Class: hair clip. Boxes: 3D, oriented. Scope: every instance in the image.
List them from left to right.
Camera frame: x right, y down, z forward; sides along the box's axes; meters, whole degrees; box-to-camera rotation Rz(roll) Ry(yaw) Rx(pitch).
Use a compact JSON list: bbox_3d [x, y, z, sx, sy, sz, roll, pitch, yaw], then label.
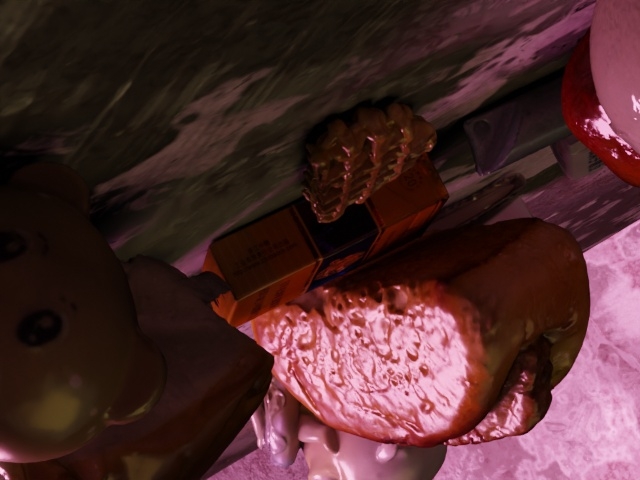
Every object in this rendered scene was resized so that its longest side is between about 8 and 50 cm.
[{"bbox_3d":[0.157,-0.020,2.069,0.226,0.034,0.072,-30,174,-5],"label":"hair clip"}]

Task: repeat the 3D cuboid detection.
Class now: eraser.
[{"bbox_3d":[0.314,-0.135,1.828,0.124,0.068,0.210,-29,169,4],"label":"eraser"}]

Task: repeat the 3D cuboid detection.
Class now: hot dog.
[{"bbox_3d":[0.115,0.111,1.737,0.185,0.223,0.405,-36,-161,-36],"label":"hot dog"}]

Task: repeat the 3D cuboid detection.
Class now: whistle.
[{"bbox_3d":[0.279,-0.151,1.663,0.312,0.062,0.062,-25,170,-19],"label":"whistle"}]

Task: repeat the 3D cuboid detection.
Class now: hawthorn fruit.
[{"bbox_3d":[0.309,-0.132,1.487,0.189,0.190,0.251,-33,165,24],"label":"hawthorn fruit"}]

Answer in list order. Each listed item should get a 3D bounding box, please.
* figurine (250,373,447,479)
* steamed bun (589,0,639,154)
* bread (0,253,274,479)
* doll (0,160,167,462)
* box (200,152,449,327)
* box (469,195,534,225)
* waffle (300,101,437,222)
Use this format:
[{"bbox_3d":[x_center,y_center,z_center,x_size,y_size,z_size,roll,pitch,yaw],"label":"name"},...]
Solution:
[{"bbox_3d":[-0.042,0.175,1.956,0.394,0.275,0.226,5,-179,3],"label":"figurine"},{"bbox_3d":[0.321,-0.189,1.238,0.283,0.177,0.283,-32,175,-3],"label":"steamed bun"},{"bbox_3d":[-0.188,0.119,1.242,0.279,0.225,0.250,-29,173,-29],"label":"bread"},{"bbox_3d":[-0.237,0.073,1.014,0.260,0.177,0.161,-26,166,-2],"label":"doll"},{"bbox_3d":[0.000,0.001,1.632,0.237,0.070,0.152,-28,170,-14],"label":"box"},{"bbox_3d":[0.151,0.065,2.102,0.203,0.106,0.251,-30,-178,43],"label":"box"},{"bbox_3d":[0.022,-0.064,1.424,0.160,0.046,0.192,-34,168,25],"label":"waffle"}]
